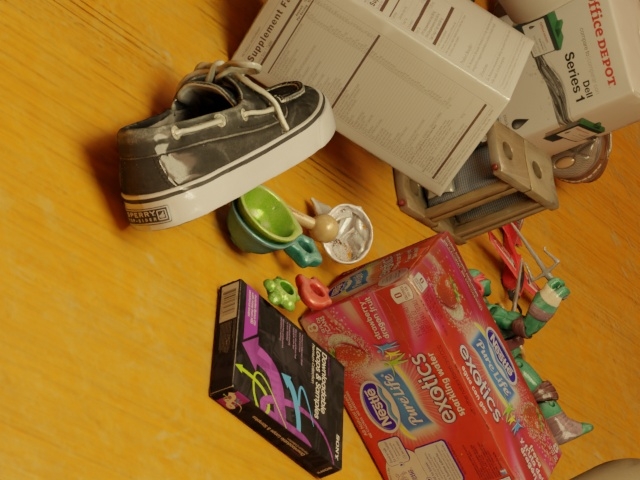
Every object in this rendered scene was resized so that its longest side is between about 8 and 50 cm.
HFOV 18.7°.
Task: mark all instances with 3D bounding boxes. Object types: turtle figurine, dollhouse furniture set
[{"bbox_3d":[0.200,0.105,2.047,0.175,0.118,0.234,157,-88,-77],"label":"turtle figurine"},{"bbox_3d":[0.159,-0.115,2.108,0.129,0.129,0.183,28,48,-50],"label":"dollhouse furniture set"}]

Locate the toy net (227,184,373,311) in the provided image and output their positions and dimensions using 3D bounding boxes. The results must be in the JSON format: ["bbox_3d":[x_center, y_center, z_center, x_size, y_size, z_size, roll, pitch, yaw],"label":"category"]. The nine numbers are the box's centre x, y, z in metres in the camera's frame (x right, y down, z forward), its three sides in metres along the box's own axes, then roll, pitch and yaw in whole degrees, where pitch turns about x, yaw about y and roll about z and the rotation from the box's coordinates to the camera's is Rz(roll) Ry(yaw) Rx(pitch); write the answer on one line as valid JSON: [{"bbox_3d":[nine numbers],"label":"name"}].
[{"bbox_3d":[0.000,0.000,1.805,0.122,0.045,0.232,52,28,16],"label":"toy net"}]

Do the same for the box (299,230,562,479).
[{"bbox_3d":[0.107,0.139,1.838,0.257,0.128,0.122,62,29,-10],"label":"box"}]

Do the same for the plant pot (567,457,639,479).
[{"bbox_3d":[0.224,0.351,1.806,0.274,0.256,0.256,-6,75,-45],"label":"plant pot"}]

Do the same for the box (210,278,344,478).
[{"bbox_3d":[-0.034,0.123,1.710,0.162,0.029,0.116,43,37,-40],"label":"box"}]

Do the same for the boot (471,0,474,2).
[{"bbox_3d":[0.050,-0.227,2.029,0.246,0.094,0.207,32,53,-24],"label":"boot"}]

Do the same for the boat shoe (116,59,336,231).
[{"bbox_3d":[-0.085,-0.105,1.697,0.306,0.113,0.105,-34,115,-52],"label":"boat shoe"}]

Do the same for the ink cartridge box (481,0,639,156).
[{"bbox_3d":[0.271,-0.193,2.262,0.092,0.219,0.160,20,54,-55],"label":"ink cartridge box"}]

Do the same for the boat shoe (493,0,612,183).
[{"bbox_3d":[0.298,-0.218,2.452,0.116,0.123,0.324,29,52,-59],"label":"boat shoe"}]

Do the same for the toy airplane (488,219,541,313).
[{"bbox_3d":[0.221,0.017,2.227,0.151,0.028,0.151,41,38,-43],"label":"toy airplane"}]

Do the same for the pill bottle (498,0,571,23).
[{"bbox_3d":[0.187,-0.450,2.115,0.392,0.224,0.224,57,30,-10],"label":"pill bottle"}]

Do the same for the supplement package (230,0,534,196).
[{"bbox_3d":[0.061,-0.183,1.879,0.244,0.139,0.134,33,35,-4],"label":"supplement package"}]
